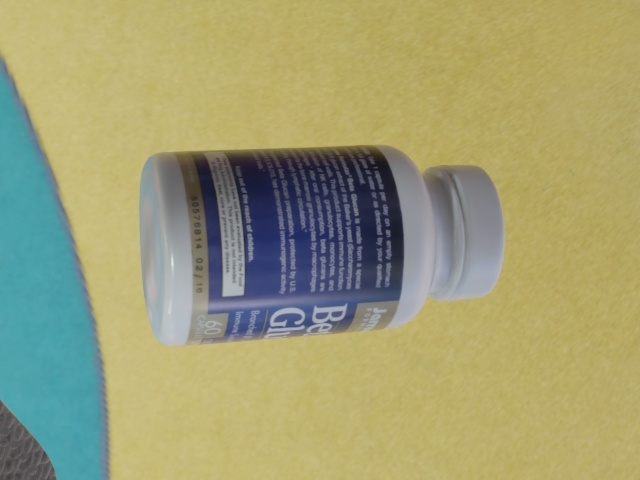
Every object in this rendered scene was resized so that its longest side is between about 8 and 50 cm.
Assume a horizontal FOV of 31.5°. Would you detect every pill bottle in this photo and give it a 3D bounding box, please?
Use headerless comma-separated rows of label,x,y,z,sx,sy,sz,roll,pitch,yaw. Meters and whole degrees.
pill bottle,0.000,0.000,0.562,0.169,0.094,0.094,-4,110,-16

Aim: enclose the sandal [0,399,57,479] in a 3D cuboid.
sandal,-0.191,0.062,0.484,0.054,0.097,0.254,3,129,22
